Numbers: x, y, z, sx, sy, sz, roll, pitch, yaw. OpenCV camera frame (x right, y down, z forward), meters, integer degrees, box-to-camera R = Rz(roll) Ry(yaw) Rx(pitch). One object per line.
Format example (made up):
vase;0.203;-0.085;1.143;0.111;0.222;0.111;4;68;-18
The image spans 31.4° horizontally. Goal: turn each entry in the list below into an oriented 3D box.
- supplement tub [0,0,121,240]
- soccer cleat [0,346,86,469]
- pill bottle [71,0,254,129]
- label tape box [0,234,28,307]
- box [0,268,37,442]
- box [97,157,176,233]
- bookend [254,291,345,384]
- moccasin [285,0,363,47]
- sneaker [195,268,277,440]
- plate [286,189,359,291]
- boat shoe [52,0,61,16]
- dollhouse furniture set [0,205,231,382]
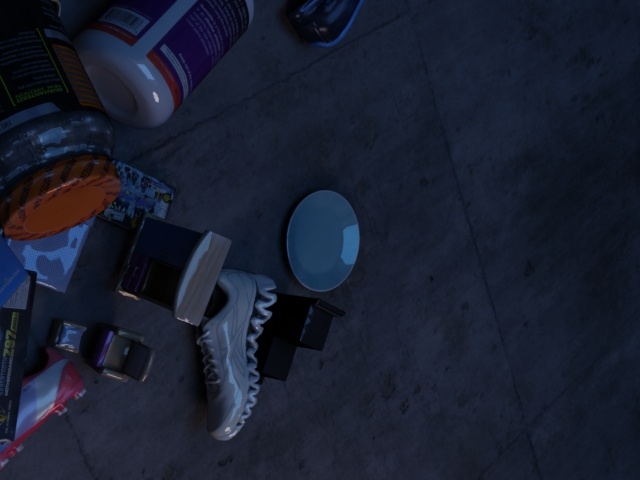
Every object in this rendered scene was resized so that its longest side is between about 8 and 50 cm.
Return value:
supplement tub;-0.402;-0.184;1.482;0.207;0.207;0.338;-15;72;-42
soccer cleat;-0.454;0.260;1.658;0.095;0.083;0.248;49;62;-1
pill bottle;-0.225;-0.334;1.748;0.323;0.181;0.181;-53;126;-27
label tape box;-0.513;-0.025;1.299;0.348;0.115;0.249;57;19;-16
box;-0.469;0.145;1.548;0.059;0.183;0.233;10;87;-43
box;-0.300;-0.064;1.803;0.137;0.027;0.094;26;77;-42
bookend;-0.055;0.176;1.968;0.072;0.157;0.156;29;73;-41
moccasin;0.045;-0.513;2.028;0.116;0.137;0.342;32;70;-36
sneaker;-0.162;0.187;1.913;0.118;0.110;0.292;19;72;-35
plate;0.000;0.000;2.100;0.188;0.024;0.188;-5;98;-43
boat shoe;-0.427;-0.284;1.640;0.063;0.059;0.170;34;70;-40
dollhouse furniture set;-0.337;0.042;1.641;0.303;0.198;0.286;24;84;-37
